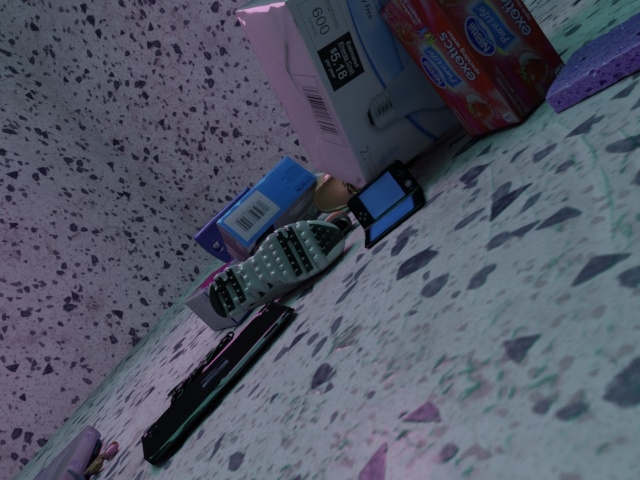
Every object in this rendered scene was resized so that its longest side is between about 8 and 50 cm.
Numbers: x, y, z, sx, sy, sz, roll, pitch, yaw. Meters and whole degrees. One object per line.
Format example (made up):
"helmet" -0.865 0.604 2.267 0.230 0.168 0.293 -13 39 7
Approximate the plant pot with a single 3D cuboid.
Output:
"plant pot" -0.256 -0.014 1.585 0.236 0.212 0.236 -44 10 -8

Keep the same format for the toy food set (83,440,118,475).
"toy food set" -0.444 0.446 1.001 0.078 0.019 0.122 -46 3 -13

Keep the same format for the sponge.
"sponge" 0.371 -0.233 0.555 0.117 0.031 0.210 -49 12 -29

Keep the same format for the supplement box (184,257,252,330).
"supplement box" -0.231 0.135 1.170 0.111 0.114 0.220 -50 10 -29

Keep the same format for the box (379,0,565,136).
"box" 0.228 -0.299 0.734 0.122 0.257 0.128 -42 11 -11

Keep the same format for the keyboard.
"keyboard" -0.177 0.225 0.828 0.317 0.033 0.201 -46 16 -17

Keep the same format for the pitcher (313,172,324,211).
"pitcher" -0.006 -0.159 1.516 0.177 0.126 0.207 -19 11 31

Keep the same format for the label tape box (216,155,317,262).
"label tape box" -0.122 -0.022 1.292 0.249 0.115 0.348 -47 -19 -19

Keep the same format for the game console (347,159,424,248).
"game console" 0.103 -0.062 0.803 0.122 0.107 0.071 -39 -17 20

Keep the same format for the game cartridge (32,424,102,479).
"game cartridge" -0.584 0.543 1.037 0.230 0.068 0.355 -42 9 -15

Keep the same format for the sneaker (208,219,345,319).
"sneaker" -0.075 0.054 0.932 0.292 0.110 0.118 -29 -19 20

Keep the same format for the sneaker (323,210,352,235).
"sneaker" 0.000 0.000 0.978 0.158 0.061 0.065 -45 16 -3

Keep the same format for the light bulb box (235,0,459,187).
"light bulb box" 0.103 -0.353 0.910 0.361 0.358 0.225 -38 34 -13

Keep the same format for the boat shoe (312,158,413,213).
"boat shoe" 0.088 -0.145 1.095 0.302 0.109 0.098 -31 14 31
